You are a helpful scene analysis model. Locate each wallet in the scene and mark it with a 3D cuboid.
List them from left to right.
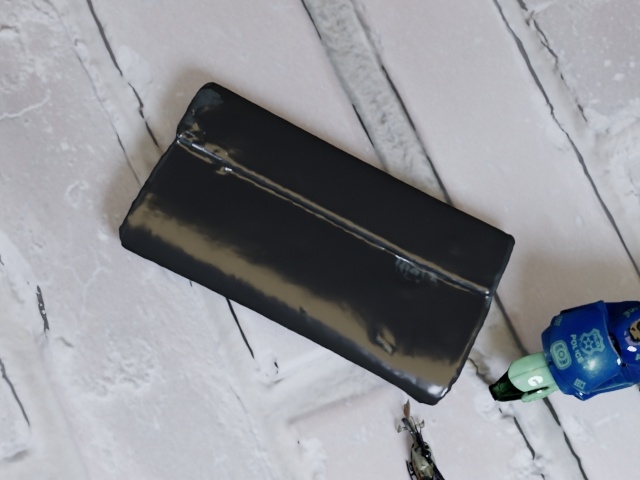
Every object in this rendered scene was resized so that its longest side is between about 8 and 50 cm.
[{"bbox_3d":[0.000,0.000,1.649,0.406,0.062,0.228,27,70,-1],"label":"wallet"}]

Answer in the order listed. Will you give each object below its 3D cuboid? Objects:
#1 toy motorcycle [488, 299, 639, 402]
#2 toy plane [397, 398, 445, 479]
[{"bbox_3d":[0.350,0.111,1.607,0.331,0.196,0.125,-14,75,-13],"label":"toy motorcycle"},{"bbox_3d":[0.111,0.233,1.605,0.031,0.049,0.121,-13,58,-14],"label":"toy plane"}]
